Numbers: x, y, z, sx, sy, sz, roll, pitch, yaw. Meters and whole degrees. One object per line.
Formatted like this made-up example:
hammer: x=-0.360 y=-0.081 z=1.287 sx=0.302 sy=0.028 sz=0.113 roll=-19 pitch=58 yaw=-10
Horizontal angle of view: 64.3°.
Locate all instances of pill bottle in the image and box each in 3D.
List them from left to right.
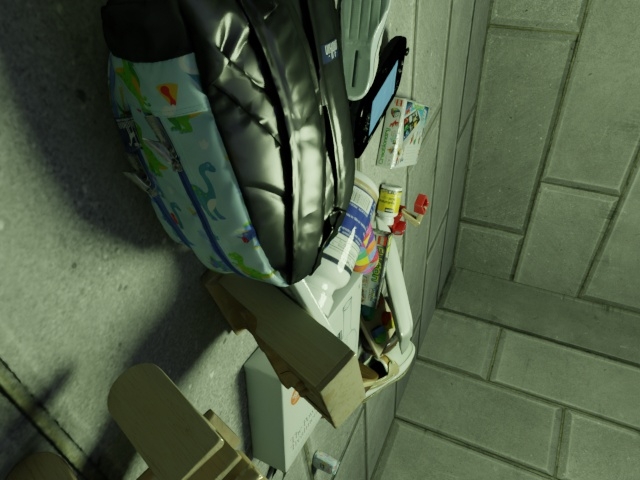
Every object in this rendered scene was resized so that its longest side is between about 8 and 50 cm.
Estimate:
pill bottle: x=0.000 y=0.000 z=0.953 sx=0.153 sy=0.153 sz=0.265 roll=56 pitch=52 yaw=-63
pill bottle: x=0.205 y=-0.108 z=1.530 sx=0.065 sy=0.065 sz=0.116 roll=-28 pitch=129 yaw=-63

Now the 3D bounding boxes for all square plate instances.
square plate: x=0.222 y=0.143 z=1.510 sx=0.344 sy=0.049 sz=0.347 roll=65 pitch=15 yaw=-68

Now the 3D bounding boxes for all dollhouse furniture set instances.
dollhouse furniture set: x=-0.167 y=0.249 z=0.704 sx=0.394 sy=0.256 sz=0.362 roll=-42 pitch=147 yaw=-20

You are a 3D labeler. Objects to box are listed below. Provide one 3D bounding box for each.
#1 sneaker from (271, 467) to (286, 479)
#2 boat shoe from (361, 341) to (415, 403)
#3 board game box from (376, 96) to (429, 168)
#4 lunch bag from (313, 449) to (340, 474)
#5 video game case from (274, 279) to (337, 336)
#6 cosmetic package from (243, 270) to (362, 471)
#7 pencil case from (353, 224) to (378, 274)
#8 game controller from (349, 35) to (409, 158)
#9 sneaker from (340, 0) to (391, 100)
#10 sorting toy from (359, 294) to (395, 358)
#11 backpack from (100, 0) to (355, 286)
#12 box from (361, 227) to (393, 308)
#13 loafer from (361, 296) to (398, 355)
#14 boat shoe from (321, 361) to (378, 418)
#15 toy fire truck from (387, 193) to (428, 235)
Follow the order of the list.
sneaker: x=-0.073 y=0.494 z=1.242 sx=0.089 sy=0.051 sz=0.170 roll=8 pitch=100 yaw=-74
boat shoe: x=0.221 y=0.441 z=1.767 sx=0.302 sy=0.113 sz=0.103 roll=-38 pitch=148 yaw=-25
board game box: x=0.251 y=-0.319 z=1.521 sx=0.305 sy=0.053 sz=0.193 roll=-23 pitch=126 yaw=-65
lunch bag: x=0.016 y=0.687 z=1.574 sx=0.053 sy=0.071 sz=0.083 roll=-61 pitch=158 yaw=-24
video game case: x=-0.054 y=0.084 z=0.780 sx=0.022 sy=0.173 sz=0.190 roll=-42 pitch=126 yaw=-21
cosmetic package: x=-0.024 y=0.273 z=1.150 sx=0.377 sy=0.097 sz=0.285 roll=-46 pitch=143 yaw=-49
pencil case: x=0.079 y=0.004 z=1.213 sx=0.236 sy=0.104 sz=0.104 roll=71 pitch=38 yaw=-63
game controller: x=0.136 y=-0.339 z=1.195 sx=0.166 sy=0.067 sz=0.319 roll=78 pitch=34 yaw=-50
sneaker: x=0.079 y=-0.409 z=0.998 sx=0.091 sy=0.094 sz=0.258 roll=-70 pitch=173 yaw=-72
sorting toy: x=0.180 y=0.240 z=1.615 sx=0.193 sy=0.038 sz=0.208 roll=63 pitch=32 yaw=-13
backpack: x=-0.079 y=-0.119 z=0.582 sx=0.290 sy=0.273 sz=0.356 roll=-58 pitch=132 yaw=-44
box: x=0.118 y=0.068 z=1.356 sx=0.036 sy=0.114 sz=0.207 roll=-28 pitch=130 yaw=-63
loafer: x=0.240 y=0.325 z=1.813 sx=0.366 sy=0.133 sz=0.130 roll=-33 pitch=134 yaw=-61
boat shoe: x=0.070 y=0.443 z=1.507 sx=0.123 sy=0.123 sz=0.342 roll=-64 pitch=161 yaw=9
toy fire truck: x=0.272 y=-0.079 z=1.622 sx=0.192 sy=0.135 sz=0.047 roll=75 pitch=36 yaw=-52
